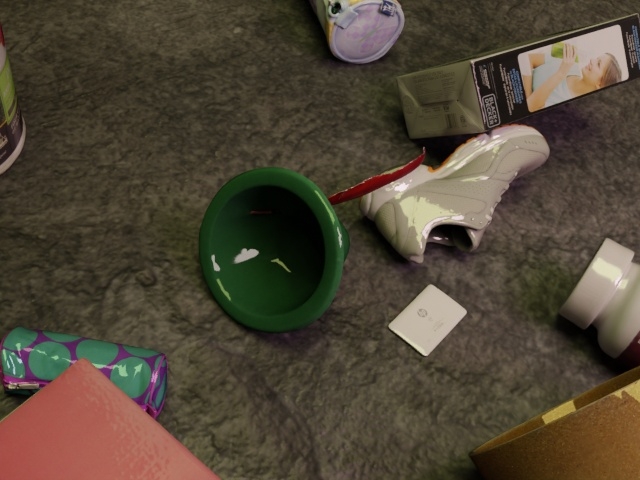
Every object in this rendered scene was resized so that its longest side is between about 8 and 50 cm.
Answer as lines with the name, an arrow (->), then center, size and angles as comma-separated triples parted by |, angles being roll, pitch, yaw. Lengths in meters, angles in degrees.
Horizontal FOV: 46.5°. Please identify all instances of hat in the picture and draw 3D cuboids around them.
hat -> 0.000, 0.000, 0.832 | 0.183, 0.208, 0.173 | -11, 92, -58

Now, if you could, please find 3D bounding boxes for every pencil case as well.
pencil case -> -0.221, 0.126, 0.702 | 0.151, 0.065, 0.070 | 9, 35, -2
pencil case -> 0.026, -0.389, 1.122 | 0.124, 0.113, 0.273 | 8, 46, -33

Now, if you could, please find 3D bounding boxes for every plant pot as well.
plant pot -> 0.291, 0.243, 0.620 | 0.237, 0.237, 0.254 | -20, 72, -24

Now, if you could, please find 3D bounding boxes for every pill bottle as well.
pill bottle -> 0.379, 0.096, 0.799 | 0.221, 0.121, 0.121 | 32, 53, 16

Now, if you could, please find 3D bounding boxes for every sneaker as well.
sneaker -> 0.182, -0.048, 0.906 | 0.262, 0.099, 0.121 | -23, 67, -17

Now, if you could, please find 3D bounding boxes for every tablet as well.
tablet -> 0.120, 0.088, 0.832 | 0.054, 0.006, 0.083 | 38, 55, 19

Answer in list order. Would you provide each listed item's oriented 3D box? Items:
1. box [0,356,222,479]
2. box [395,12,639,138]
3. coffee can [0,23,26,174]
box -> -0.149, 0.231, 0.578 | 0.232, 0.149, 0.127 | 36, 54, 17
box -> 0.268, -0.218, 0.994 | 0.289, 0.169, 0.087 | -20, 103, -23
coffee can -> -0.440, -0.207, 0.790 | 0.201, 0.275, 0.202 | 5, 52, -7
